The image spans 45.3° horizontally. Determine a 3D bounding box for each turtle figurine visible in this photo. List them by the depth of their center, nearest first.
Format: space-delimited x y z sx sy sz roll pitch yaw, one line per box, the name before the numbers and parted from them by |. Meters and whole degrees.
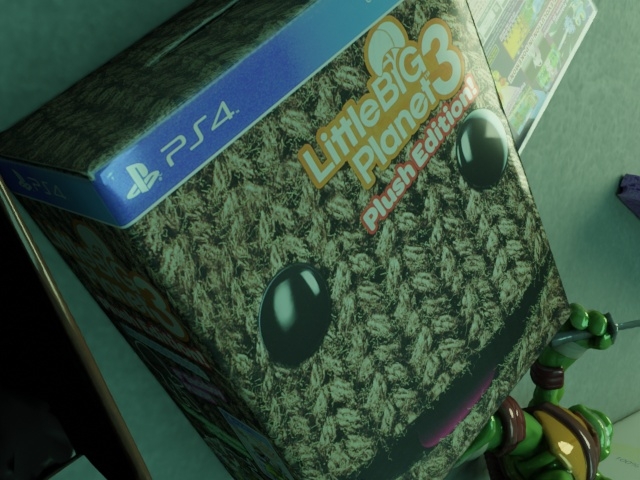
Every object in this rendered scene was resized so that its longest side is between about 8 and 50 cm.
turtle figurine | 0.217 0.151 0.588 0.266 0.274 0.198 -2 95 -47

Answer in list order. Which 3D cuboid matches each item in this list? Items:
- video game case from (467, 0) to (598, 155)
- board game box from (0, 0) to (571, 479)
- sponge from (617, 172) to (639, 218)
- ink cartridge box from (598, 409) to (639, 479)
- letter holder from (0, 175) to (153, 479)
video game case | 0.146 -0.178 0.626 0.183 0.023 0.201 43 71 -37
board game box | 0.000 0.000 0.462 0.232 0.141 0.291 -45 124 -24
sponge | 0.421 -0.010 0.830 0.210 0.117 0.031 29 82 -41
ink cartridge box | 0.355 0.315 0.736 0.384 0.279 0.161 -10 106 -38
letter holder | -0.170 0.041 0.278 0.152 0.214 0.302 -34 119 -30
